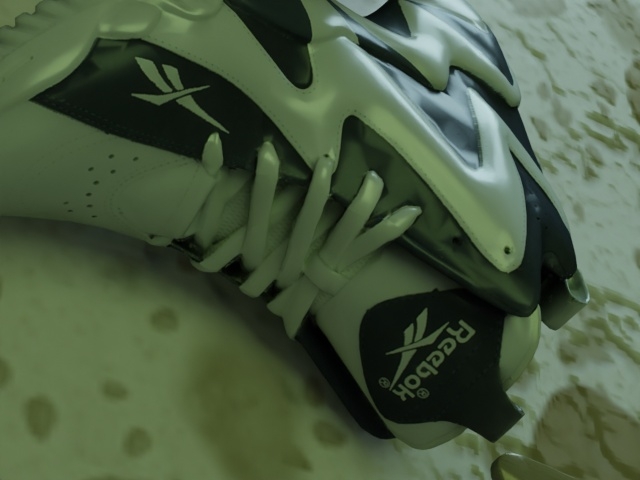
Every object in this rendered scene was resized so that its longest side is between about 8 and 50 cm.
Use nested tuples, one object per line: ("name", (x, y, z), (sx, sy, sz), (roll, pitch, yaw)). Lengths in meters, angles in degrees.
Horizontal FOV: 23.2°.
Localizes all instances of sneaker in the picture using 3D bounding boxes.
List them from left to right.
("sneaker", (0.000, 0.000, 0.490), (0.235, 0.094, 0.153), (-3, 56, -50))

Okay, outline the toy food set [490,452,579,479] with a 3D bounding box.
("toy food set", (0.078, 0.173, 0.489), (0.132, 0.038, 0.192), (28, 54, -12))
